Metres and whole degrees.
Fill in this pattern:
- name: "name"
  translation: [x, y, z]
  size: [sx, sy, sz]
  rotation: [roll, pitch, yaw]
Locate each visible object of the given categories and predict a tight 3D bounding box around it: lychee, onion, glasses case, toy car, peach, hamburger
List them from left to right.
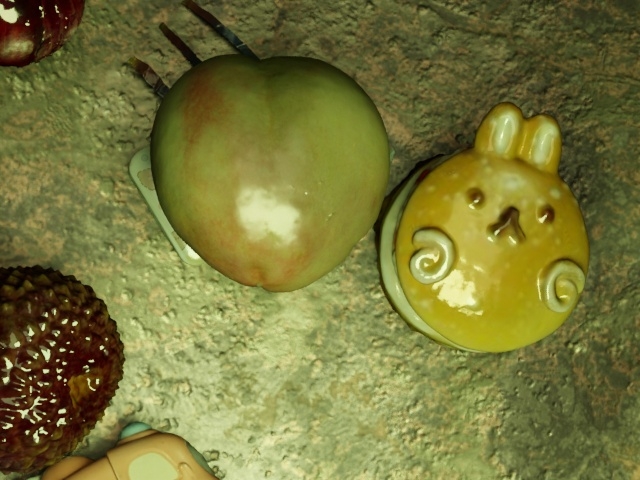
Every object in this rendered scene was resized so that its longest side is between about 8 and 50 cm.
- name: "onion"
  translation: [-0.401, -0.298, 1.795]
  size: [0.252, 0.252, 0.219]
  rotation: [12, 128, -9]
- name: "lychee"
  translation: [-0.375, 0.145, 1.747]
  size: [0.271, 0.271, 0.272]
  rotation: [1, 85, -10]
- name: "toy car"
  translation: [-0.225, 0.333, 1.783]
  size: [0.270, 0.180, 0.212]
  rotation: [-24, 80, -10]
- name: "glasses case"
  translation: [-0.182, -0.045, 1.883]
  size: [0.063, 0.041, 0.164]
  rotation: [-31, 91, -13]
- name: "peach"
  translation: [-0.059, -0.084, 1.784]
  size: [0.292, 0.247, 0.292]
  rotation: [14, 55, -21]
- name: "hamburger"
  translation: [0.217, -0.010, 1.878]
  size: [0.261, 0.186, 0.303]
  rotation: [26, 79, -7]

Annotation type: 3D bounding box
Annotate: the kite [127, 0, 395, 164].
- name: "kite"
  translation: [-0.079, -0.147, 1.922]
  size: [0.360, 0.022, 0.204]
  rotation: [40, 79, -5]
